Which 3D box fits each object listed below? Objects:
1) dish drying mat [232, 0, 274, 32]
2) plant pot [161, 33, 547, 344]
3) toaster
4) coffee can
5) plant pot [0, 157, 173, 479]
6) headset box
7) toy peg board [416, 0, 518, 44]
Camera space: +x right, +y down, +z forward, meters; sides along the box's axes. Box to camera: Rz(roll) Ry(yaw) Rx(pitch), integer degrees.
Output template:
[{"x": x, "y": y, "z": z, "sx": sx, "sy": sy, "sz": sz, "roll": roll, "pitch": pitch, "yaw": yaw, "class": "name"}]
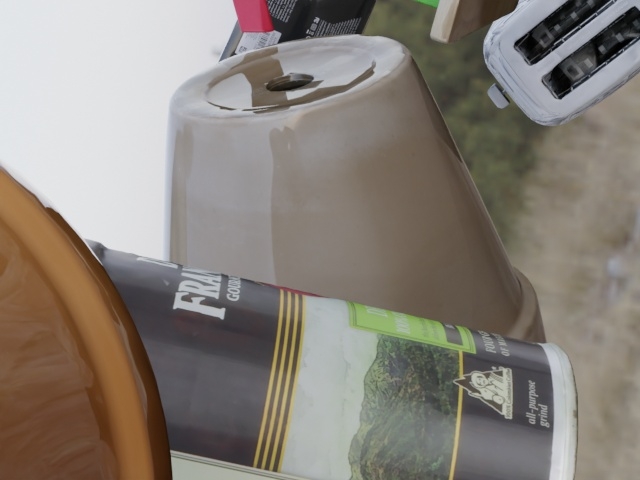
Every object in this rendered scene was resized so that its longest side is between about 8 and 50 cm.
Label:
[{"x": -0.060, "y": -0.205, "z": 1.322, "sx": 0.008, "sy": 0.032, "sz": 0.083, "roll": -44, "pitch": -50, "yaw": -44, "class": "dish drying mat"}, {"x": 0.000, "y": 0.000, "z": 1.301, "sx": 0.323, "sy": 0.323, "sz": 0.280, "roll": -81, "pitch": -20, "yaw": -66, "class": "plant pot"}, {"x": 0.252, "y": -0.202, "z": 1.521, "sx": 0.227, "sy": 0.129, "sz": 0.146, "roll": -36, "pitch": 6, "yaw": 24, "class": "toaster"}, {"x": -0.021, "y": 0.126, "z": 0.909, "sx": 0.201, "sy": 0.275, "sz": 0.201, "roll": -167, "pitch": 90, "yaw": -84, "class": "coffee can"}, {"x": -0.187, "y": 0.082, "z": 0.442, "sx": 0.203, "sy": 0.291, "sz": 0.291, "roll": 133, "pitch": 145, "yaw": -85, "class": "plant pot"}, {"x": -0.045, "y": -0.134, "z": 1.581, "sx": 0.293, "sy": 0.110, "sz": 0.218, "roll": 120, "pitch": 173, "yaw": -77, "class": "headset box"}, {"x": 0.105, "y": -0.243, "z": 1.201, "sx": 0.160, "sy": 0.079, "sz": 0.161, "roll": -35, "pitch": -36, "yaw": -61, "class": "toy peg board"}]
